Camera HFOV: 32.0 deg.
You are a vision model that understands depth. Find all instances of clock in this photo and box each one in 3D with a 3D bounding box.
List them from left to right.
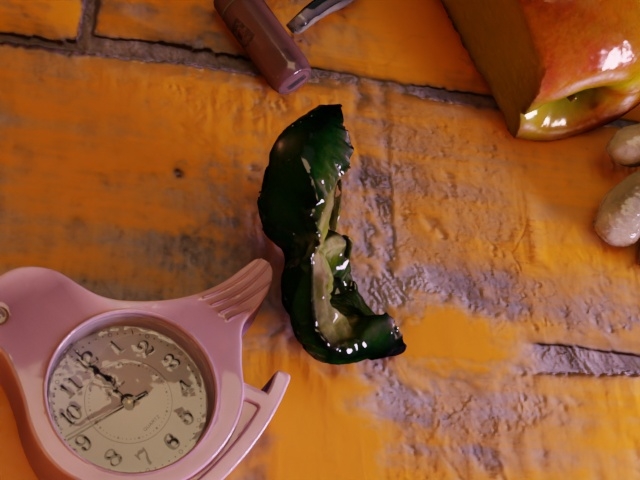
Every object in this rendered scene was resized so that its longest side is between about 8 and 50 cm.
[{"bbox_3d":[-0.164,0.107,1.052,0.275,0.080,0.290,45,59,8],"label":"clock"}]

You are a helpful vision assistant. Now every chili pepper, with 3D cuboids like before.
[{"bbox_3d":[-0.007,-0.002,1.122,0.148,0.116,0.264,-8,88,-57],"label":"chili pepper"}]

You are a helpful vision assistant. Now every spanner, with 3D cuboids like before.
[{"bbox_3d":[0.045,-0.349,1.360,0.095,0.040,0.325,52,52,-5],"label":"spanner"}]

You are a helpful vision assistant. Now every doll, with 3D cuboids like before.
[{"bbox_3d":[0.446,-0.078,1.318,0.278,0.149,0.175,-51,119,-19],"label":"doll"}]

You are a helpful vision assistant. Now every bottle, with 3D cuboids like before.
[{"bbox_3d":[-0.067,-0.233,1.272,0.053,0.053,0.140,-27,75,-28],"label":"bottle"}]

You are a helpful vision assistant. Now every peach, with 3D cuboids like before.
[{"bbox_3d":[0.296,-0.340,1.338,0.306,0.242,0.380,-14,69,-19],"label":"peach"}]
